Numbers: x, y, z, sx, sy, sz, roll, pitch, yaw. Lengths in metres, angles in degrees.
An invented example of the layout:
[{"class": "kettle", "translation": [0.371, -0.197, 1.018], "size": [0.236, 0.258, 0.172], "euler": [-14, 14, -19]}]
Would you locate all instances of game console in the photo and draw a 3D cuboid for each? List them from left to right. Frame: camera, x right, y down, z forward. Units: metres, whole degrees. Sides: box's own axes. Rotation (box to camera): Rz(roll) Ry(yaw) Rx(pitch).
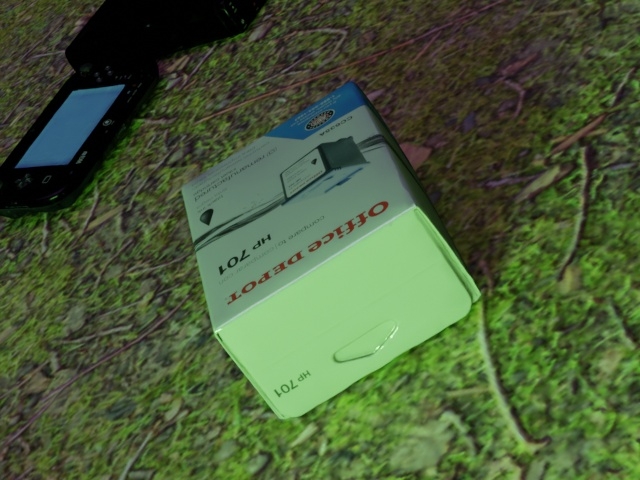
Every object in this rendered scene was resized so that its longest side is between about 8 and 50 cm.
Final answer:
[{"class": "game console", "translation": [-0.177, -0.152, 1.360], "size": [0.213, 0.044, 0.361], "euler": [-10, 38, 37]}]

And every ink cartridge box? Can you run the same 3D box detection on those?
[{"class": "ink cartridge box", "translation": [0.000, 0.000, 0.913], "size": [0.139, 0.082, 0.191], "euler": [-32, 28, 6]}]
